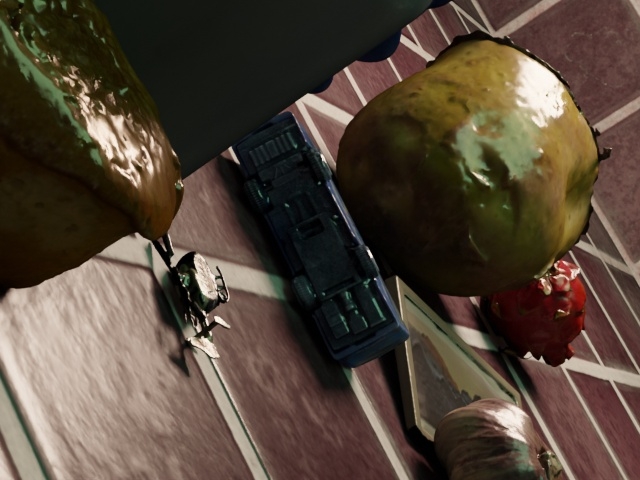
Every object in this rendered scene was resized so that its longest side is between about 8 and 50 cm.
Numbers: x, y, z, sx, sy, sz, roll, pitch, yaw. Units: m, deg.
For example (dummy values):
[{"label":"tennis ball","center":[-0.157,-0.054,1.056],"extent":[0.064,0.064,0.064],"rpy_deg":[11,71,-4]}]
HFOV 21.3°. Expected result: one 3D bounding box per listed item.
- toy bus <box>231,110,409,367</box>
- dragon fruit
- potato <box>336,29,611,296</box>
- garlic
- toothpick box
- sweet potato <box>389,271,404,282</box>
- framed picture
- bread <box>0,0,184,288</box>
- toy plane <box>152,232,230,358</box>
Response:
[{"label":"toy bus","center":[-0.002,0.002,1.558],"extent":[0.236,0.079,0.094],"rpy_deg":[64,0,23]},{"label":"dragon fruit","center":[0.272,0.082,2.139],"extent":[0.133,0.136,0.166],"rpy_deg":[-97,162,-55]},{"label":"potato","center":[0.153,-0.043,1.856],"extent":[0.289,0.301,0.237],"rpy_deg":[21,34,6]},{"label":"garlic","center":[0.177,0.223,1.584],"extent":[0.159,0.102,0.147],"rpy_deg":[68,19,8]},{"label":"toothpick box","center":[-0.060,-0.196,1.220],"extent":[0.263,0.354,0.263],"rpy_deg":[51,16,-21]},{"label":"sweet potato","center":[0.093,0.073,1.792],"extent":[0.026,0.026,0.115],"rpy_deg":[36,23,-53]},{"label":"framed picture","center":[0.148,0.176,1.726],"extent":[0.265,0.018,0.192],"rpy_deg":[43,30,-42]},{"label":"bread","center":[-0.196,-0.096,1.010],"extent":[0.268,0.146,0.268],"rpy_deg":[55,12,-17]},{"label":"toy plane","center":[-0.092,0.043,1.265],"extent":[0.049,0.031,0.121],"rpy_deg":[34,25,-44]}]
